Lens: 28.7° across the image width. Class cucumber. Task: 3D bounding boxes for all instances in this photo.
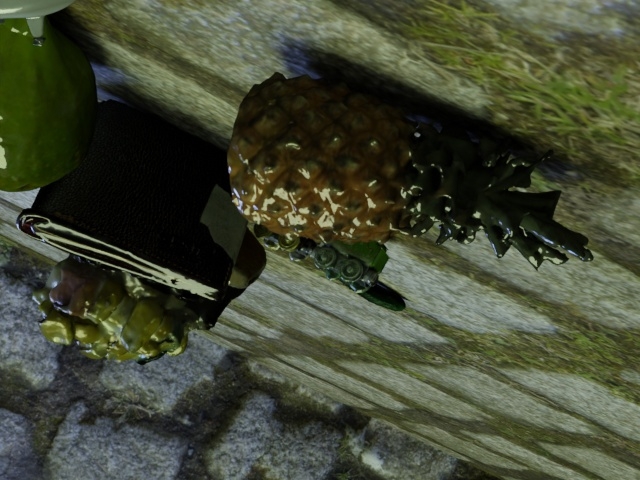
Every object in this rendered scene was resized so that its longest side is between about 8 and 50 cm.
[{"bbox_3d":[0.069,0.072,1.962,0.033,0.036,0.184,-5,151,47],"label":"cucumber"}]

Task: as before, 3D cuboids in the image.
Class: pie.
[{"bbox_3d":[-0.158,-0.013,1.650,0.195,0.046,0.195,31,-157,-14],"label":"pie"}]

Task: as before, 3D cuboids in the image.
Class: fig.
[{"bbox_3d":[-0.336,-0.181,1.386,0.206,0.206,0.275,26,145,-7],"label":"fig"}]

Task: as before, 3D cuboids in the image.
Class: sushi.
[{"bbox_3d":[-0.308,0.086,2.149,0.328,0.285,0.328,26,168,-13],"label":"sushi"}]

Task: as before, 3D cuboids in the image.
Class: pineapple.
[{"bbox_3d":[0.091,-0.055,1.160,0.340,0.169,0.169,13,166,12],"label":"pineapple"}]

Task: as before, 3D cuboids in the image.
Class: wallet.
[{"bbox_3d":[-0.214,-0.055,1.546,0.262,0.221,0.071,22,135,-8],"label":"wallet"}]

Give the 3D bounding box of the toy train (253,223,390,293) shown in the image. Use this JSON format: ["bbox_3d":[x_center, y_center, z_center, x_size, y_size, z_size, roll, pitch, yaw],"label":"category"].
[{"bbox_3d":[0.000,0.000,1.699,0.202,0.081,0.060,26,169,25],"label":"toy train"}]

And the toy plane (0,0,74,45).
[{"bbox_3d":[-0.360,-0.243,1.215,0.255,0.101,0.251,8,-163,0],"label":"toy plane"}]
